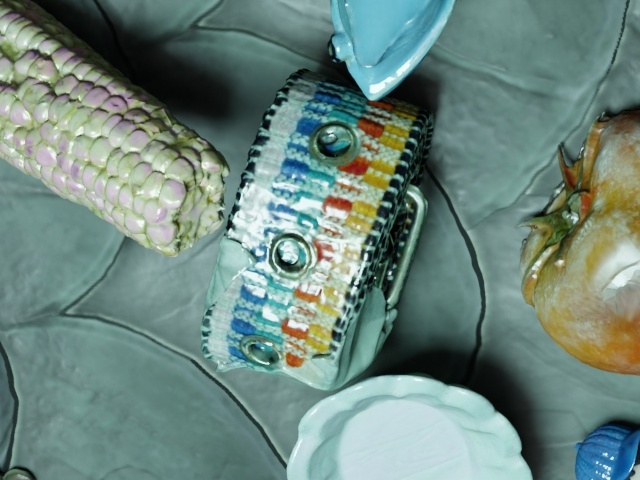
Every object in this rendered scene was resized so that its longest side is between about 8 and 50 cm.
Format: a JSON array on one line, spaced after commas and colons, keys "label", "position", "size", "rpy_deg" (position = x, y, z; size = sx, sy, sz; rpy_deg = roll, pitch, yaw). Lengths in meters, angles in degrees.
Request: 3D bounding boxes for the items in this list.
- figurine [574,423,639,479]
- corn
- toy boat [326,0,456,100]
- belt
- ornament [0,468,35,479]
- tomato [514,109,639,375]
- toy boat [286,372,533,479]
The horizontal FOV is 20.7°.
[{"label": "figurine", "position": [0.283, 0.205, 1.507], "size": [0.136, 0.079, 0.077], "rpy_deg": [30, 94, -22]}, {"label": "corn", "position": [-0.201, -0.098, 1.400], "size": [0.335, 0.127, 0.126], "rpy_deg": [32, 120, 36]}, {"label": "toy boat", "position": [0.061, -0.223, 1.333], "size": [0.109, 0.098, 0.237], "rpy_deg": [13, 89, 9]}, {"label": "belt", "position": [0.000, 0.000, 1.411], "size": [0.150, 0.207, 0.257], "rpy_deg": [20, 114, 9]}, {"label": "ornament", "position": [-0.399, 0.283, 1.693], "size": [0.251, 0.106, 0.260], "rpy_deg": [45, 110, -8]}, {"label": "tomato", "position": [0.250, 0.014, 1.386], "size": [0.181, 0.155, 0.214], "rpy_deg": [24, 114, -1]}, {"label": "toy boat", "position": [0.083, 0.207, 1.506], "size": [0.199, 0.100, 0.290], "rpy_deg": [-20, 120, 9]}]
